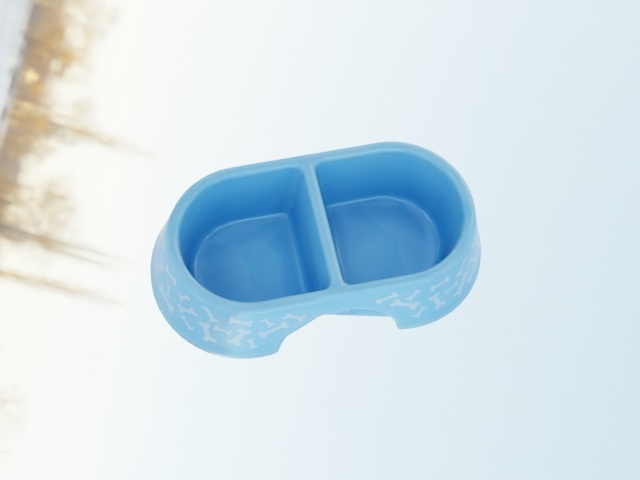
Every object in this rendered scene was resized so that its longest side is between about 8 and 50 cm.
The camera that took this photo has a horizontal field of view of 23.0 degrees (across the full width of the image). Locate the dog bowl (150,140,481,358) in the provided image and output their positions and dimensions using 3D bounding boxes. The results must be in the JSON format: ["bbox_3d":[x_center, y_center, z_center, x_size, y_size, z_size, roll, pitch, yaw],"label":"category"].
[{"bbox_3d":[0.000,0.000,1.361,0.074,0.297,0.166,101,-22,-64],"label":"dog bowl"}]
